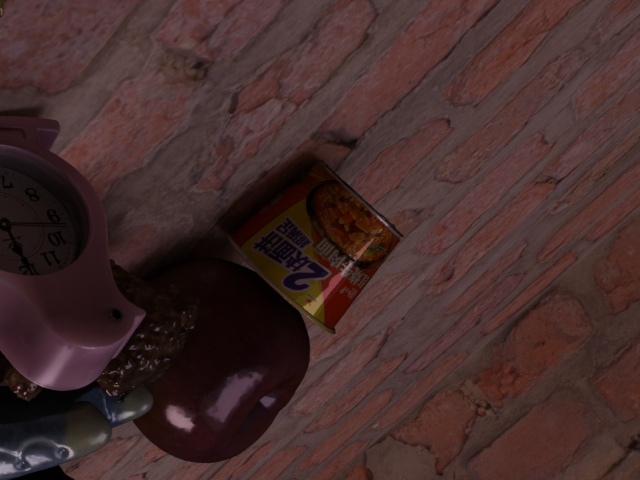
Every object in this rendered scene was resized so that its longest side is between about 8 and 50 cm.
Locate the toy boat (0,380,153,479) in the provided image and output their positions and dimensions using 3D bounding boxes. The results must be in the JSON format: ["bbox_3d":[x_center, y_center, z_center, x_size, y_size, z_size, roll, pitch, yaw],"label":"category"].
[{"bbox_3d":[-0.377,0.258,1.633,0.330,0.123,0.215,-11,-170,17],"label":"toy boat"}]

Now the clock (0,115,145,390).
[{"bbox_3d":[-0.323,0.017,1.181,0.290,0.275,0.080,-12,153,-43],"label":"clock"}]

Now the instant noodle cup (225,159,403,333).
[{"bbox_3d":[0.000,0.000,1.799,0.174,0.213,0.213,-47,159,2],"label":"instant noodle cup"}]

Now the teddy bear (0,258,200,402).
[{"bbox_3d":[-0.281,0.123,1.554,0.246,0.222,0.296,-22,156,-41],"label":"teddy bear"}]

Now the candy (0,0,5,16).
[{"bbox_3d":[-0.380,-0.166,0.968,0.297,0.081,0.187,-8,147,-33],"label":"candy"}]

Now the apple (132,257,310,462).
[{"bbox_3d":[-0.160,0.165,1.816,0.306,0.235,0.305,-43,161,-19],"label":"apple"}]

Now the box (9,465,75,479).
[{"bbox_3d":[-0.498,0.389,1.727,0.359,0.091,0.350,-26,-168,-19],"label":"box"}]
